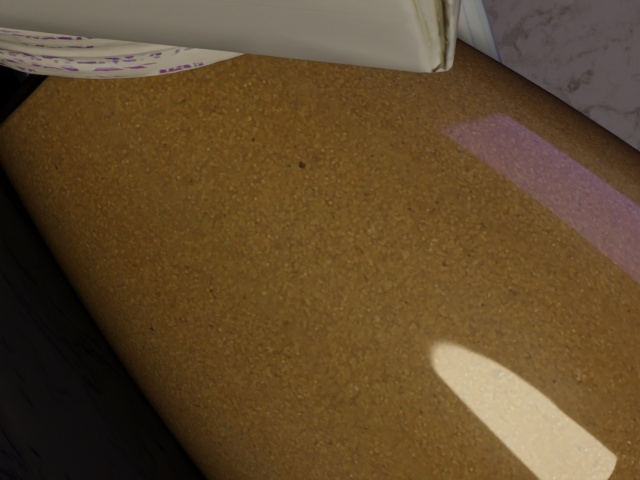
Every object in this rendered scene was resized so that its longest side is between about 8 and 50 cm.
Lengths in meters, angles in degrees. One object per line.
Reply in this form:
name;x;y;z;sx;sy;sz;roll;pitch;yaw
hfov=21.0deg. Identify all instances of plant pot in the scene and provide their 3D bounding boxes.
plant pot;0.000;0.000;0.690;0.254;0.237;0.237;41;4;-14

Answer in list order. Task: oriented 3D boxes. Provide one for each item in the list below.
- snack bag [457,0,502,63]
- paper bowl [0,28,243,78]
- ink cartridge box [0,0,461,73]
snack bag;-0.059;-0.123;0.809;0.342;0.037;0.323;18;-15;20
paper bowl;-0.075;-0.208;0.569;0.284;0.284;0.148;57;-1;20
ink cartridge box;-0.048;-0.189;0.418;0.114;0.197;0.273;59;39;-77
